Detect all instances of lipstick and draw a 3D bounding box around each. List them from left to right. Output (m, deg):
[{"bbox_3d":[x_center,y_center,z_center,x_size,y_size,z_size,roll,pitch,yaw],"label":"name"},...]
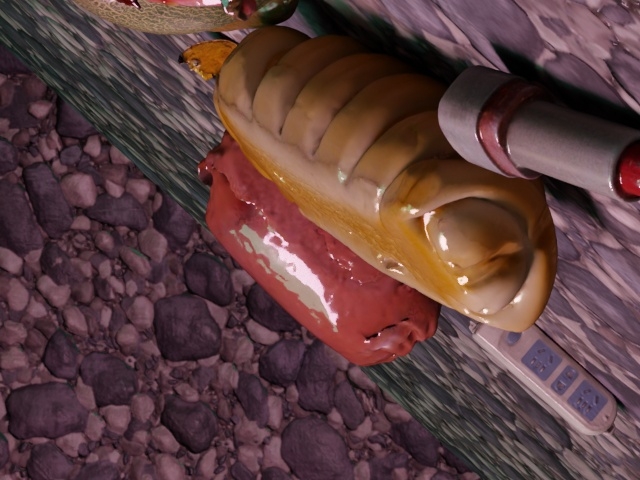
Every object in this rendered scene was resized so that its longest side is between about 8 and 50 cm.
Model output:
[{"bbox_3d":[0.153,-0.056,1.111,0.186,0.057,0.063,25,161,50],"label":"lipstick"}]

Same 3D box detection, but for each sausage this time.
[{"bbox_3d":[0.000,0.000,1.809,0.280,0.152,0.152,45,172,-4],"label":"sausage"}]

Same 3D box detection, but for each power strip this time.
[{"bbox_3d":[0.208,0.117,1.772,0.191,0.047,0.030,42,168,2],"label":"power strip"}]

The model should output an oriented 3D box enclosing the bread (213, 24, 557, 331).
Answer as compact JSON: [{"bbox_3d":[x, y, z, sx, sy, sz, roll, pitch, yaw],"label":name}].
[{"bbox_3d":[0.043,-0.063,1.350,0.311,0.121,0.173,35,167,44],"label":"bread"}]

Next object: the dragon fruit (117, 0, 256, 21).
[{"bbox_3d":[-0.098,-0.223,1.046,0.274,0.161,0.126,40,174,31],"label":"dragon fruit"}]

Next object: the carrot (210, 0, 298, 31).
[{"bbox_3d":[-0.082,-0.195,1.488,0.078,0.078,0.298,47,167,-28],"label":"carrot"}]

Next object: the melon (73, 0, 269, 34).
[{"bbox_3d":[-0.105,-0.203,1.201,0.192,0.139,0.139,6,-165,-33],"label":"melon"}]

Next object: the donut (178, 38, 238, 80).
[{"bbox_3d":[-0.092,-0.154,1.764,0.083,0.067,0.038,-1,167,29],"label":"donut"}]
